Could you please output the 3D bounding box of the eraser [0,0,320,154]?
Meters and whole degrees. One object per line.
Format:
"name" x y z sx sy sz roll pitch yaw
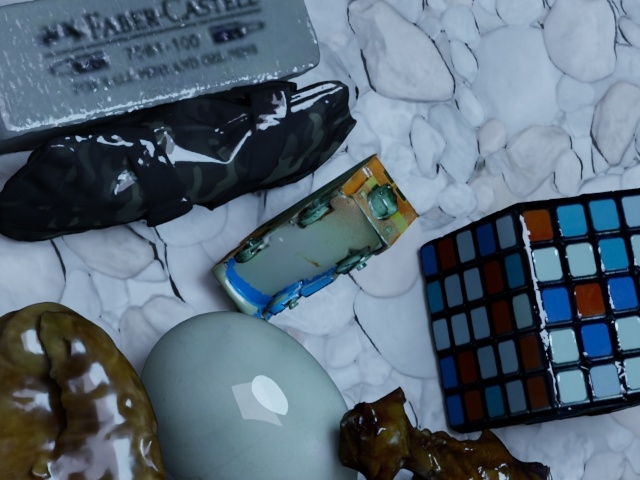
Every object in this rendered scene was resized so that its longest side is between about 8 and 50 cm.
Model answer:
"eraser" -0.174 -0.153 1.660 0.352 0.077 0.111 -15 86 -28

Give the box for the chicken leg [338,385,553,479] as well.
"chicken leg" 0.098 0.191 1.651 0.304 0.093 0.113 39 65 -52

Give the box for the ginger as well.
"ginger" -0.198 0.209 1.511 0.165 0.172 0.321 -8 66 -7

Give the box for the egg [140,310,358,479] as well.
"egg" -0.056 0.152 1.610 0.209 0.151 0.151 48 63 -10

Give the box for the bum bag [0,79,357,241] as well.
"bum bag" -0.110 -0.068 1.637 0.340 0.144 0.095 -13 72 -28

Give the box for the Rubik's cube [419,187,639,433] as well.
"Rubik's cube" 0.217 0.065 1.747 0.182 0.187 0.184 -7 79 -27

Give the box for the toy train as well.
"toy train" 0.000 0.000 1.661 0.072 0.188 0.099 56 33 -4
